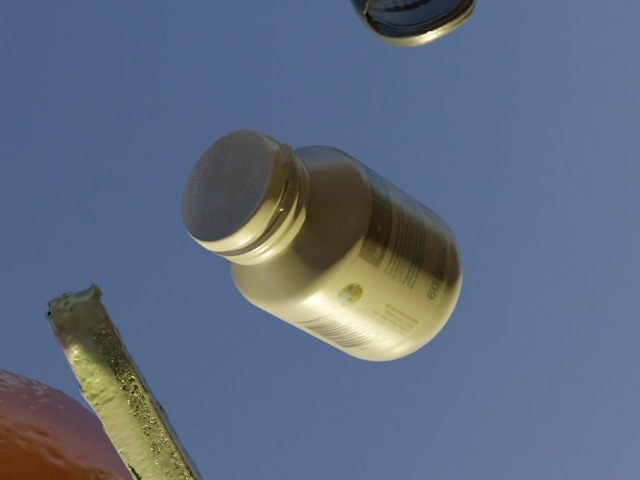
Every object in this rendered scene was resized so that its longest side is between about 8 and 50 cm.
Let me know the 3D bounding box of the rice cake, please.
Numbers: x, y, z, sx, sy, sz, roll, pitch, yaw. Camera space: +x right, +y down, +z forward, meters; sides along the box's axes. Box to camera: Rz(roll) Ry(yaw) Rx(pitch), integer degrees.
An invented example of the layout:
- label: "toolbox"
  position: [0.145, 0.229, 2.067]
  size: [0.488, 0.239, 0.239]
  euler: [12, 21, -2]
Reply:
- label: "rice cake"
  position: [-0.124, 0.120, 0.968]
  size: [0.043, 0.034, 0.211]
  euler: [-27, -61, -4]

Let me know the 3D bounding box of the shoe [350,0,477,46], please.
- label: "shoe"
  position: [0.055, -0.282, 1.335]
  size: [0.093, 0.108, 0.241]
  euler: [50, -165, -52]

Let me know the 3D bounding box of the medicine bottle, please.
- label: "medicine bottle"
  position: [0.000, 0.000, 1.107]
  size: [0.215, 0.135, 0.135]
  euler: [31, -112, -43]

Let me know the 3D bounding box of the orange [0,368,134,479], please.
- label: "orange"
  position: [-0.342, 0.312, 1.301]
  size: [0.326, 0.424, 0.424]
  euler: [41, -121, -64]
